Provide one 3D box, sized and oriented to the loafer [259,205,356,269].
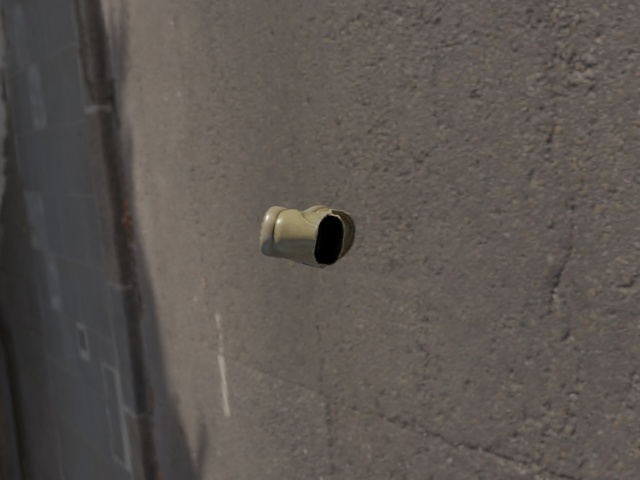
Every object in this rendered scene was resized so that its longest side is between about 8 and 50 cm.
[{"bbox_3d":[0.000,0.000,0.700,0.050,0.148,0.056,15,99,24],"label":"loafer"}]
